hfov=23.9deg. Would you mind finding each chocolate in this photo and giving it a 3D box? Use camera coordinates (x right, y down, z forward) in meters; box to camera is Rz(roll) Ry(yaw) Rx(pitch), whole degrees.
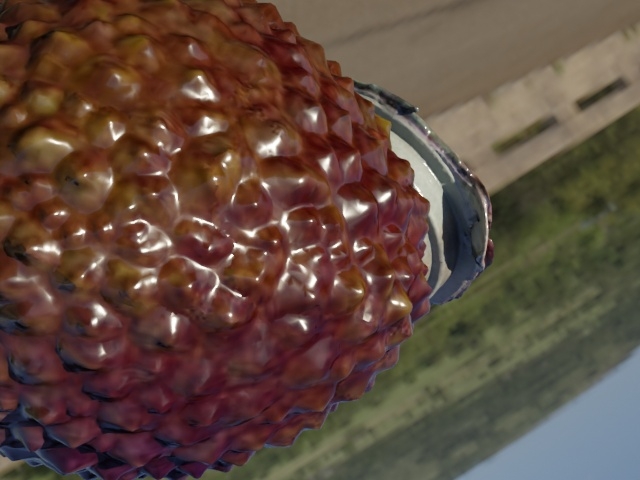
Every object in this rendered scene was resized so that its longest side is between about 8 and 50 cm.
[{"bbox_3d":[0.005,0.006,1.040,0.147,0.221,0.221,-55,-171,-35],"label":"chocolate"}]

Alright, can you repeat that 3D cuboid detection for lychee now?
[{"bbox_3d":[-0.052,0.001,0.513,0.188,0.188,0.188,-32,174,-4],"label":"lychee"}]
